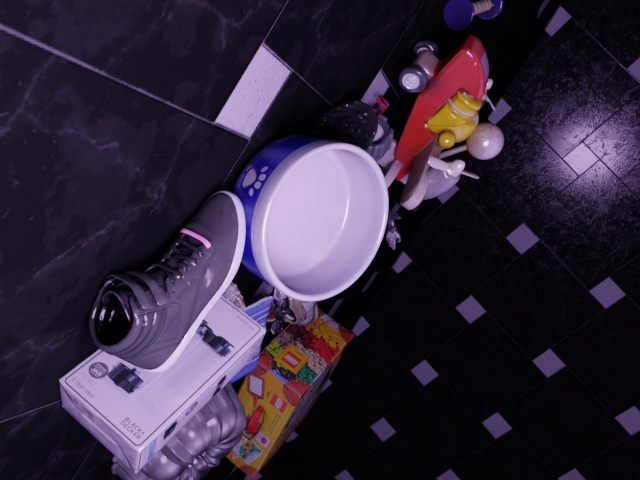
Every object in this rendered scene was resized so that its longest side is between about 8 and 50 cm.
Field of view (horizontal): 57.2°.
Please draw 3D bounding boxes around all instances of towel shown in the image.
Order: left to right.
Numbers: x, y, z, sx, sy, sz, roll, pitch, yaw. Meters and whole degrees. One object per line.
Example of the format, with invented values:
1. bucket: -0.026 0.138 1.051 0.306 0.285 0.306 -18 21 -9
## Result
1. towel: -0.222 0.273 1.351 0.243 0.040 0.336 -30 155 -30

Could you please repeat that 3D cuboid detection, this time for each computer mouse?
1. computer mouse: -0.086 0.114 1.329 0.106 0.042 0.192 105 -12 -47

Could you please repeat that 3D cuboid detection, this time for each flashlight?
1. flashlight: 0.099 -0.168 1.364 0.103 0.103 0.304 -52 165 -22

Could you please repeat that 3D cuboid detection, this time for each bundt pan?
1. bundt pan: -0.303 0.470 1.353 0.331 0.124 0.330 -37 156 -20

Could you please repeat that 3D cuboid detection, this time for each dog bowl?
1. dog bowl: -0.016 -0.039 0.973 0.265 0.104 0.264 -17 117 -36

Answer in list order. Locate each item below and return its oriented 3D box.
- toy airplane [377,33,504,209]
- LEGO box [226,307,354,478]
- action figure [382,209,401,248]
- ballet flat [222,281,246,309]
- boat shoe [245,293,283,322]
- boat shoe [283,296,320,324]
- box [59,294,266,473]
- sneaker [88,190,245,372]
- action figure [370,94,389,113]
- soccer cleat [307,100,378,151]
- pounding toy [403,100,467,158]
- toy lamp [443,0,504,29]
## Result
1. toy airplane: 0.285 -0.245 1.376 0.384 0.273 0.385 -20 132 -83
2. LEGO box: -0.129 0.522 2.045 0.372 0.193 0.500 -38 159 -51
3. action figure: 0.165 -0.029 1.799 0.276 0.164 0.140 38 47 -83
4. ballet flat: -0.227 0.182 1.110 0.241 0.077 0.091 -49 -158 -21
5. boat shoe: -0.134 0.163 1.446 0.060 0.064 0.178 -57 164 18
6. boat shoe: -0.067 0.175 1.644 0.103 0.113 0.302 -24 160 -18
7. box: -0.244 0.202 0.949 0.290 0.169 0.087 -43 162 -42
8. sneaker: -0.213 0.049 0.830 0.295 0.105 0.147 -62 155 -4
9. action figure: 0.131 -0.300 1.308 0.038 0.030 0.115 -53 172 17
10. soccer cleat: -0.012 -0.135 1.109 0.318 0.109 0.116 -52 -174 -15
11. pounding toy: 0.323 -0.338 1.666 0.183 0.110 0.237 -28 131 10
12. toy lamp: 0.381 -0.566 1.419 0.275 0.080 0.080 -36 157 -49
